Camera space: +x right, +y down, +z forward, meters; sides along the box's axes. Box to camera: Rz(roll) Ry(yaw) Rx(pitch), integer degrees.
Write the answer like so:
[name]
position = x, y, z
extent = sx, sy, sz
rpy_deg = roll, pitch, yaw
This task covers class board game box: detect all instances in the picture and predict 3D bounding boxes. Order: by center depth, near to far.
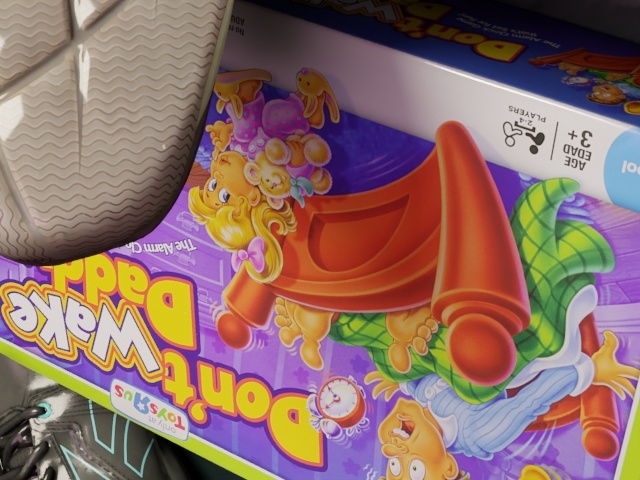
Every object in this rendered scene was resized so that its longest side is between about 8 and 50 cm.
[board game box]
position = 0.000, 0.000, 0.593
extent = 0.347, 0.078, 0.233
rpy_deg = 22, 124, 26

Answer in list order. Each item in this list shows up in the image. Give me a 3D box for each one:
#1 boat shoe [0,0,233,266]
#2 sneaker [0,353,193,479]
[boat shoe]
position = -0.097, -0.155, 0.498
extent = 0.132, 0.130, 0.355
rpy_deg = -9, 72, 1
[sneaker]
position = -0.131, 0.135, 0.740
extent = 0.267, 0.106, 0.101
rpy_deg = 52, 133, 5
